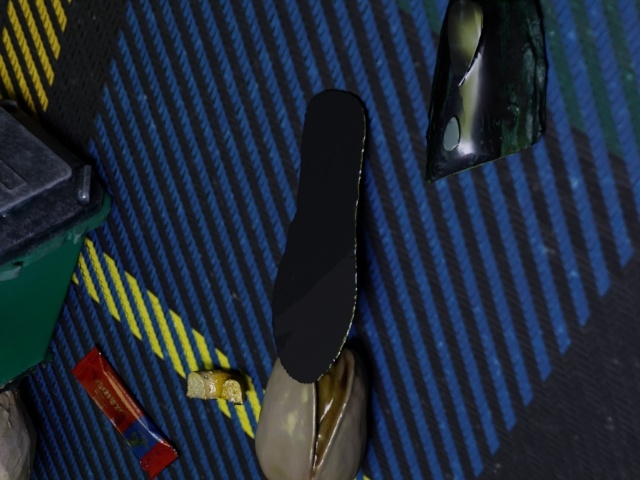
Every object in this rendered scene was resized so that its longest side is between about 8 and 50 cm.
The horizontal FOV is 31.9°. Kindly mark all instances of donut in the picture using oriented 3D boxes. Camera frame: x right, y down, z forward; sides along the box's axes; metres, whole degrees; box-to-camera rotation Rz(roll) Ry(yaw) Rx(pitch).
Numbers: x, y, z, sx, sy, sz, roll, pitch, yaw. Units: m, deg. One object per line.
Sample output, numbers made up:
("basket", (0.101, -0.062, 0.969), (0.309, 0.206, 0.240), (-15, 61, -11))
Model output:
("donut", (-0.129, 0.185, 1.419), (0.083, 0.067, 0.038), (-166, 75, -70))

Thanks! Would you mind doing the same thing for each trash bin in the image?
("trash bin", (-0.470, 0.039, 1.473), (0.259, 0.295, 0.381), (38, 135, 18))

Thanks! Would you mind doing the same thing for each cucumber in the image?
("cucumber", (0.145, -0.135, 1.048), (0.115, 0.085, 0.193), (17, 114, 33))

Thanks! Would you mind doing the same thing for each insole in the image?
("insole", (0.000, 0.000, 1.206), (0.109, 0.007, 0.322), (12, 101, 32))

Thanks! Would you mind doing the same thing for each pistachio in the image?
("pistachio", (-0.007, 0.212, 1.293), (0.129, 0.131, 0.206), (3, 117, -11))

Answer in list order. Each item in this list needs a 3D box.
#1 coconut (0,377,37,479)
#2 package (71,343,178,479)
("coconut", (-0.555, 0.300, 1.664), (0.297, 0.254, 0.297), (48, 152, 36))
("package", (-0.279, 0.244, 1.589), (0.200, 0.022, 0.083), (52, 132, 8))
